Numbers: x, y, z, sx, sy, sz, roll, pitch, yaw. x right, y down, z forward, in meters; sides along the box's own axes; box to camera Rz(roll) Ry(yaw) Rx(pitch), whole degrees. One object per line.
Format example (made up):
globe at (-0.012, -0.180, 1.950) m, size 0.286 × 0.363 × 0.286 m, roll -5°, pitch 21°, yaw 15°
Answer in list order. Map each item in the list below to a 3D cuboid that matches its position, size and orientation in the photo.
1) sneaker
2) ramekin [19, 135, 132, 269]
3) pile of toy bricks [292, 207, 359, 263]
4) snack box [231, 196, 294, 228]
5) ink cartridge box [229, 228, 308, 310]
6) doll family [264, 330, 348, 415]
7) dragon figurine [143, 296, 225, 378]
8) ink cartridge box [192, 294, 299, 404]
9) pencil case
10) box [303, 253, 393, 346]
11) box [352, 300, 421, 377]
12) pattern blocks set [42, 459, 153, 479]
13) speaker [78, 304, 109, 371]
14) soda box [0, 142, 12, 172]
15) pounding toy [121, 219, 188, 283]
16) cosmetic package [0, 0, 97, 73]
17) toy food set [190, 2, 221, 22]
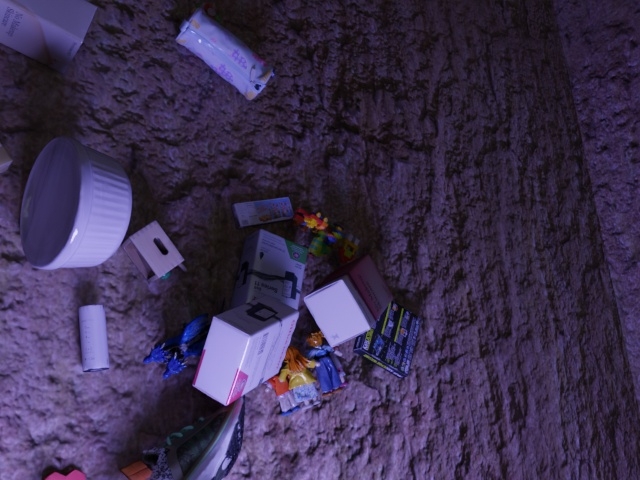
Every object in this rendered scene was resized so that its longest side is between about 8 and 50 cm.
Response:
sneaker at (-0.277, 0.438, 1.358) m, size 0.181 × 0.158 × 0.410 m, roll 16°, pitch 32°, yaw 8°
ramekin at (-0.497, -0.068, 1.330) m, size 0.127 × 0.272 × 0.273 m, roll 12°, pitch 66°, yaw -46°
pile of toy bricks at (0.000, 0.000, 1.783) m, size 0.212 × 0.118 × 0.105 m, roll 33°, pitch 76°, yaw -43°
snack box at (-0.151, -0.075, 1.738) m, size 0.178 × 0.022 × 0.064 m, roll -10°, pitch 79°, yaw -39°
ink cartridge box at (-0.128, 0.098, 1.648) m, size 0.153 × 0.086 × 0.209 m, roll 23°, pitch 62°, yaw -28°
doll family at (-0.017, 0.317, 1.628) m, size 0.262 × 0.118 × 0.163 m, roll -17°, pitch 84°, yaw -39°
dragon figurine at (-0.277, 0.219, 1.453) m, size 0.289 × 0.144 × 0.085 m, roll -33°, pitch 94°, yaw -40°
ink cartridge box at (-0.161, 0.237, 1.453) m, size 0.100 × 0.172 × 0.237 m, roll 25°, pitch 16°, yaw 19°
pencil case at (-0.258, -0.501, 1.756) m, size 0.273 × 0.113 × 0.124 m, roll 37°, pitch 33°, yaw -19°
box at (0.080, 0.152, 1.707) m, size 0.149 × 0.126 × 0.232 m, roll 60°, pitch 26°, yaw -3°
box at (0.194, 0.268, 1.855) m, size 0.184 × 0.045 × 0.191 m, roll 31°, pitch 58°, yaw -21°
pattern blocks set at (-0.397, 0.592, 1.301) m, size 0.324 × 0.026 × 0.286 m, roll 11°, pitch 67°, yaw -34°
speaker at (-0.477, 0.205, 1.367) m, size 0.055 × 0.055 × 0.136 m, roll 1°, pitch 73°, yaw -37°
soda box at (-0.722, -0.139, 1.307) m, size 0.181 × 0.061 × 0.058 m, roll -39°, pitch 98°, yaw -39°
pounding toy at (-0.365, 0.033, 1.480) m, size 0.100 × 0.130 × 0.141 m, roll -38°, pitch 98°, yaw -27°
cosmetic package at (-0.674, -0.514, 1.423) m, size 0.309 × 0.160 × 0.113 m, roll 25°, pitch 61°, yaw -26°
toy food set at (-0.321, -0.627, 1.817) m, size 0.083 × 0.020 × 0.083 m, roll 43°, pitch 53°, yaw -16°
